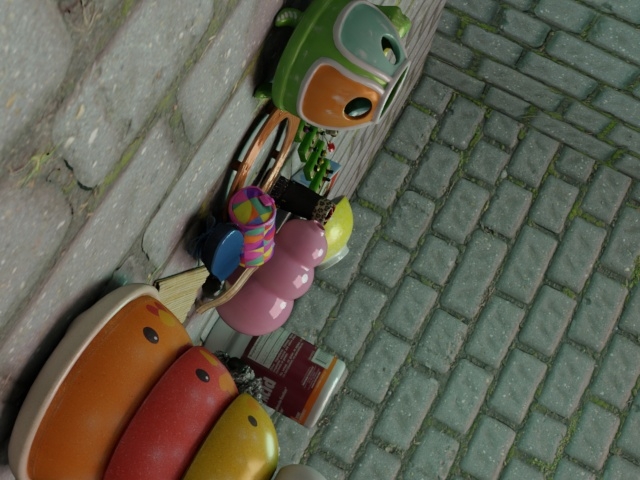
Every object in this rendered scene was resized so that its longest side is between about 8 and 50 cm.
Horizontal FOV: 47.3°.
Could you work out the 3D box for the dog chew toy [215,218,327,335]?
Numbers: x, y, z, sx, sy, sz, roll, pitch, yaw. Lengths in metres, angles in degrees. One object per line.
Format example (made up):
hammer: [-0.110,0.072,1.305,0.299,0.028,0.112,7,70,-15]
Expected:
dog chew toy: [-0.112,0.079,1.797,0.332,0.206,0.206,-46,179,17]

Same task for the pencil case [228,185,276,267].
pencil case: [-0.141,-0.025,1.529,0.104,0.104,0.236,-60,174,-20]

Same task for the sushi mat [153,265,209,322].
sushi mat: [-0.308,0.133,1.501,0.151,0.019,0.316,-62,174,8]

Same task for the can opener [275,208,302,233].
can opener: [-0.157,0.021,2.037,0.283,0.076,0.095,-57,-152,7]

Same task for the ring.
ring: [-0.129,-0.172,1.579,0.336,0.032,0.336,-62,175,-10]

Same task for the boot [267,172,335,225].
boot: [-0.054,-0.092,1.863,0.085,0.179,0.236,-61,175,-7]

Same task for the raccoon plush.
raccoon plush: [-0.265,0.503,1.900,0.216,0.446,0.299,-24,-160,38]

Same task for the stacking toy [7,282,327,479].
stacking toy: [-0.185,0.314,1.127,0.350,0.480,0.350,-61,175,-10]

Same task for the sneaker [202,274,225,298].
sneaker: [-0.222,0.047,1.678,0.089,0.051,0.170,118,-5,-49]

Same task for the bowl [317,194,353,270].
bowl: [0.000,0.000,2.298,0.289,0.156,0.289,-35,-171,6]

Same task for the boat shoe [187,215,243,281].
boat shoe: [-0.218,0.020,1.458,0.109,0.089,0.258,-45,173,-22]

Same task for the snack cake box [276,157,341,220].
snack cake box: [-0.035,-0.148,2.221,0.152,0.089,0.264,-66,173,26]

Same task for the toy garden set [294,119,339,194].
toy garden set: [0.010,-0.259,1.851,0.244,0.049,0.203,73,33,-50]

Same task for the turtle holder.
turtle holder: [0.045,-0.332,1.367,0.243,0.227,0.320,-65,173,23]

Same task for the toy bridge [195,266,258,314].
toy bridge: [-0.220,0.114,1.702,0.188,0.026,0.063,-40,-153,9]

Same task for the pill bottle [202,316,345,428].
pill bottle: [-0.145,0.370,2.174,0.224,0.392,0.224,-61,173,-12]
